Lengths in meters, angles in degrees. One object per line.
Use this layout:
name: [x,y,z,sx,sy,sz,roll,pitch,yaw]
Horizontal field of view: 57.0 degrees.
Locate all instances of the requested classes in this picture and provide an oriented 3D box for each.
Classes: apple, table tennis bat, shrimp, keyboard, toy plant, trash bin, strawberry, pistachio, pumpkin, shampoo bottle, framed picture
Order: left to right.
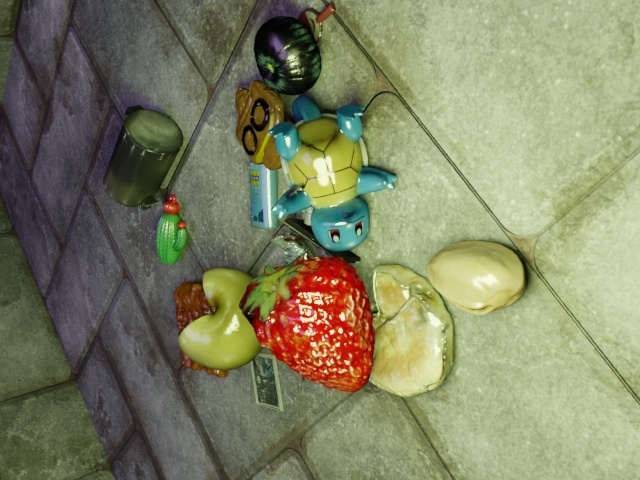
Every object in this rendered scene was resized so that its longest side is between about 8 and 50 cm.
trash bin: [-0.624,-0.282,2.054,0.252,0.203,0.301,50,132,11]
toy plant: [-0.526,-0.028,2.088,0.155,0.088,0.240,50,126,29]
apple: [-0.254,0.239,1.726,0.233,0.258,0.295,13,68,24]
shampoo bottle: [-0.164,-0.165,1.696,0.103,0.061,0.259,12,107,47]
framed picture: [-0.176,0.447,1.876,0.141,0.011,0.183,-4,96,47]
pumpkin: [-0.081,-0.462,1.479,0.202,0.140,0.202,42,156,24]
shrimp: [-0.061,0.188,1.607,0.221,0.166,0.411,-4,81,25]
table tennis bat: [-0.014,-0.548,1.491,0.154,0.019,0.098,-24,82,49]
strawberry: [-0.002,0.178,1.379,0.291,0.309,0.292,-36,33,28]
keyboard: [0.000,0.000,1.535,0.230,0.093,0.025,34,111,37]
pistachio: [0.316,0.075,1.203,0.223,0.126,0.152,3,64,50]

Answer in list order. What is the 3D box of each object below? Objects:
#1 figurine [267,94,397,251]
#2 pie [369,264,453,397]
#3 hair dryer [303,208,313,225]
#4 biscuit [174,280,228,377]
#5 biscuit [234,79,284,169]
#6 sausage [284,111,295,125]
figurine: [0.001,-0.180,1.411,0.243,0.297,0.417,118,136,-77]
pie: [0.180,0.228,1.410,0.337,0.075,0.338,11,106,43]
hair dryer: [-0.044,-0.097,1.602,0.137,0.047,0.082,27,116,48]
biscuit: [-0.385,0.295,1.994,0.318,0.110,0.313,1,97,46]
biscuit: [-0.166,-0.314,1.587,0.290,0.041,0.209,55,135,30]
sausage: [-0.121,-0.334,1.614,0.154,0.062,0.062,50,130,28]
